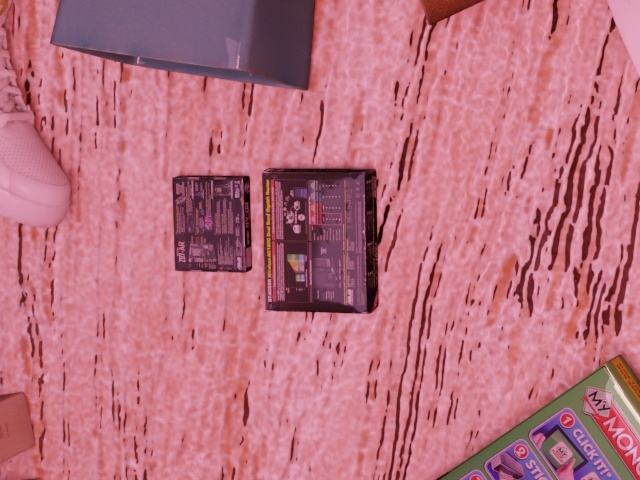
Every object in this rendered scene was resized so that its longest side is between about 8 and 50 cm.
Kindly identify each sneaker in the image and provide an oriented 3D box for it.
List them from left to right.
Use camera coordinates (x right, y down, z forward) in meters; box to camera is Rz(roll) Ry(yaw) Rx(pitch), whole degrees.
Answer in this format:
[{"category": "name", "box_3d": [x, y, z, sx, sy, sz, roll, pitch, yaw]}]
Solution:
[{"category": "sneaker", "box_3d": [-0.299, -0.158, 1.413, 0.292, 0.108, 0.169, 43, 111, 10]}]

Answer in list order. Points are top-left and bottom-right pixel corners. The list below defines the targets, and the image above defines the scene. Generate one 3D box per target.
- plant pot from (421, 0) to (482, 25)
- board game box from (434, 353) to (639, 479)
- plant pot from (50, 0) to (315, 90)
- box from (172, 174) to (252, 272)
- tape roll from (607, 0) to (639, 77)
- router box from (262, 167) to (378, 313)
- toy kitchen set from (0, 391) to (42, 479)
[{"category": "plant pot", "box_3d": [0.164, -0.310, 1.195, 0.254, 0.237, 0.237, -17, 91, 7]}, {"category": "board game box", "box_3d": [0.243, 0.280, 1.294, 0.213, 0.046, 0.317, -39, 79, 26]}, {"category": "plant pot", "box_3d": [-0.091, -0.253, 1.311, 0.165, 0.166, 0.234, 10, 92, 17]}, {"category": "box", "box_3d": [-0.094, -0.014, 1.411, 0.067, 0.018, 0.083, 0, 97, 18]}, {"category": "tape roll", "box_3d": [0.300, -0.120, 1.124, 0.100, 0.286, 0.286, -28, 88, 23]}, {"category": "router box", "box_3d": [0.000, 0.000, 1.371, 0.092, 0.038, 0.122, 1, 97, 17]}, {"category": "toy kitchen set", "box_3d": [-0.345, 0.260, 1.474, 0.166, 0.122, 0.207, -10, 93, 19]}]
